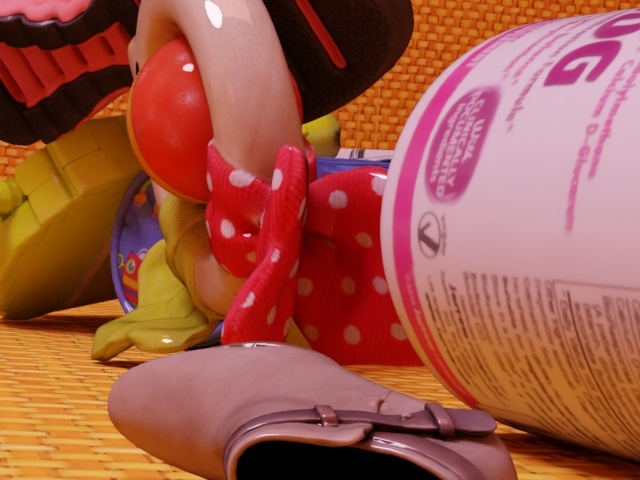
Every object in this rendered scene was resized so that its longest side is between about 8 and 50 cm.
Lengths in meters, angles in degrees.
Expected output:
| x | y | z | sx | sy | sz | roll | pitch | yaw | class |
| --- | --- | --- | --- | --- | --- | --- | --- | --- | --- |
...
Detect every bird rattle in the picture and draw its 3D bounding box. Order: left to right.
| x | y | z | sx | sy | sz | roll | pitch | yaw | class |
| --- | --- | --- | --- | --- | --- | --- | --- | --- | --- |
| -0.047 | -0.025 | 0.712 | 0.143 | 0.207 | 0.253 | -15 | -6 | -10 | bird rattle |

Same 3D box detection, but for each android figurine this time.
| x | y | z | sx | sy | sz | roll | pitch | yaw | class |
| --- | --- | --- | --- | --- | --- | --- | --- | --- | --- |
| -0.118 | -0.026 | 1.034 | 0.273 | 0.056 | 0.248 | -15 | -25 | -38 | android figurine |

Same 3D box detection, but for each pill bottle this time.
| x | y | z | sx | sy | sz | roll | pitch | yaw | class |
| --- | --- | --- | --- | --- | --- | --- | --- | --- | --- |
| 0.152 | 0.000 | 0.499 | 0.160 | 0.160 | 0.283 | 3 | 1 | -27 | pill bottle |

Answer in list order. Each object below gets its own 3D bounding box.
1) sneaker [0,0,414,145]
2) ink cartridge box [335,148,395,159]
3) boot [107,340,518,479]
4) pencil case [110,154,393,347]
| x | y | z | sx | sy | sz | roll | pitch | yaw | class |
| --- | --- | --- | --- | --- | --- | --- | --- | --- | --- |
| -0.078 | -0.140 | 0.876 | 0.313 | 0.116 | 0.136 | 0 | 41 | 36 | sneaker |
| 0.044 | -0.010 | 1.476 | 0.203 | 0.148 | 0.086 | 3 | 2 | 34 | ink cartridge box |
| -0.009 | 0.051 | 0.402 | 0.118 | 0.042 | 0.087 | 4 | 3 | 11 | boot |
| 0.000 | 0.000 | 1.018 | 0.119 | 0.133 | 0.306 | 5 | 2 | 32 | pencil case |
